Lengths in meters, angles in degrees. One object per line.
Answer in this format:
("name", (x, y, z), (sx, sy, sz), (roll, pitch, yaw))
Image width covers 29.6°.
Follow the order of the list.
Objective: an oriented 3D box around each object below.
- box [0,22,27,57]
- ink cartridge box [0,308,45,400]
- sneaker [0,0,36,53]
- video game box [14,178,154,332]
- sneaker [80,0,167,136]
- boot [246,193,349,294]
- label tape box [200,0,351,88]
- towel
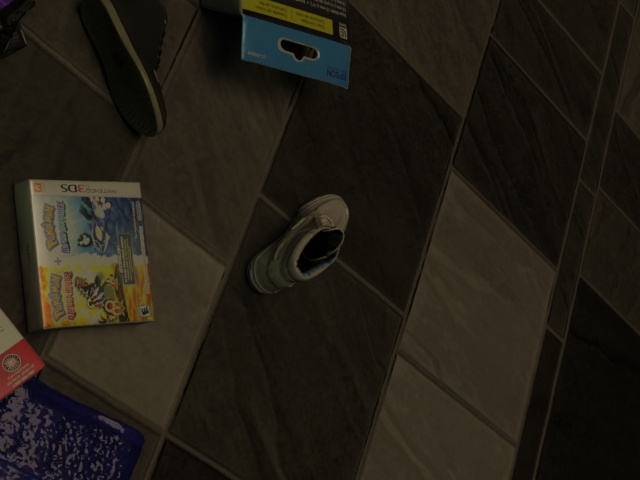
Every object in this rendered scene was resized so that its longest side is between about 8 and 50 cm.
("box", (-0.509, -0.305, 1.546), (0.232, 0.059, 0.183), (-26, 98, -46))
("ink cartridge box", (-0.463, 0.118, 1.436), (0.218, 0.092, 0.158), (53, 47, -3))
("sneaker", (-0.414, -0.310, 1.539), (0.293, 0.102, 0.146), (-23, 100, -43))
("video game box", (-0.324, 0.018, 1.672), (0.187, 0.048, 0.205), (-2, 82, -43))
("sneaker", (-0.255, -0.269, 1.781), (0.118, 0.083, 0.222), (-29, 101, -46))
("boot", (0.000, 0.000, 1.950), (0.258, 0.123, 0.095), (-46, 114, -41))
("label tape box", (-0.074, -0.428, 1.986), (0.249, 0.115, 0.348), (7, 78, -44))
("towel", (-0.372, 0.341, 1.537), (0.227, 0.076, 0.308), (34, 58, -27))
